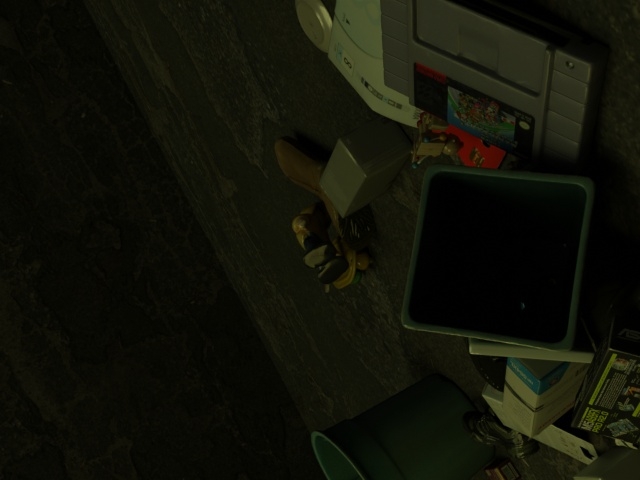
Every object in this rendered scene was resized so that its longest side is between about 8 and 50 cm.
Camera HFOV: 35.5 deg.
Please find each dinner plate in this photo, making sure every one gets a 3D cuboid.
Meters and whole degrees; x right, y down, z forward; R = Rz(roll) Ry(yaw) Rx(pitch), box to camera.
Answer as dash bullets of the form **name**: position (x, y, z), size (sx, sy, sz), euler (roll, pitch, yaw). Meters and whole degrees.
- **dinner plate**: position (-0.014, -0.435, 1.989), size (0.141, 0.017, 0.141), euler (50, 161, 24)

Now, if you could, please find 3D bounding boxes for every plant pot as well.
- **plant pot**: position (0.292, 0.040, 1.523), size (0.247, 0.247, 0.252), euler (7, 173, 22)
- **plant pot**: position (0.211, 0.513, 2.395), size (0.341, 0.334, 0.341), euler (50, 159, 27)

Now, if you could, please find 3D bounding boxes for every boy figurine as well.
- **boy figurine**: position (0.000, 0.000, 2.374), size (0.177, 0.092, 0.285), euler (49, -168, -22)

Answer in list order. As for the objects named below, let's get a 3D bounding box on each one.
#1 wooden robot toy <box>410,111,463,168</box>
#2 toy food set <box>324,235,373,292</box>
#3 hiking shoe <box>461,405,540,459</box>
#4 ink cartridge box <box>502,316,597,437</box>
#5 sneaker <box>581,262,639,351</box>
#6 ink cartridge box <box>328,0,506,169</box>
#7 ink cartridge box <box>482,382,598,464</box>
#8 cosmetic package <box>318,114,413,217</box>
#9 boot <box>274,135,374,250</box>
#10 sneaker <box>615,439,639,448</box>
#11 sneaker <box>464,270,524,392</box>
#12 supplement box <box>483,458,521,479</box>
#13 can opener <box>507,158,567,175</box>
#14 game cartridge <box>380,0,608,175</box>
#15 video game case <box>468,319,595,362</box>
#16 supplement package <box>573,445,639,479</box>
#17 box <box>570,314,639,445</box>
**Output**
- **wooden robot toy**: position (0.203, -0.176, 1.673), size (0.173, 0.079, 0.076), euler (109, 166, -66)
- **toy food set**: position (0.075, 0.053, 2.458), size (0.218, 0.071, 0.128), euler (147, 120, -68)
- **hiking shoe**: position (0.388, 0.391, 2.180), size (0.227, 0.086, 0.114), euler (11, 117, 58)
- **ink cartridge box**: position (0.403, 0.235, 1.761), size (0.086, 0.148, 0.203), euler (45, 157, 32)
- **sneaker**: position (0.452, 0.083, 1.485), size (0.130, 0.109, 0.286), euler (62, 160, 21)
- **ink cartridge box**: position (0.164, -0.279, 1.663), size (0.385, 0.091, 0.308), euler (54, 161, 18)
- **ink cartridge box**: position (0.444, 0.354, 1.943), size (0.232, 0.066, 0.189), euler (17, 160, 32)
- **cosmetic package**: position (0.088, -0.149, 2.005), size (0.107, 0.127, 0.238), euler (56, 163, 8)
- **boot**: position (0.008, -0.117, 2.337), size (0.269, 0.089, 0.236), euler (33, 147, 58)
- **sneaker**: position (0.537, 0.322, 1.744), size (0.044, 0.040, 0.109), euler (17, 141, 40)
- **sneaker**: position (0.321, 0.155, 1.784), size (0.139, 0.125, 0.340), euler (-96, -7, -59)
- **supplement box**: position (0.428, 0.549, 2.353), size (0.055, 0.043, 0.083), euler (57, 161, 4)
- **can opener**: position (0.313, -0.069, 1.635), size (0.093, 0.074, 0.280), euler (56, 162, 6)
- **game cartridge**: position (0.237, -0.246, 1.456), size (0.355, 0.068, 0.230), euler (31, 146, 28)
- **video game case**: position (0.332, 0.153, 1.603), size (0.173, 0.191, 0.022), euler (-63, -25, -75)
- **supplement package**: position (0.562, 0.471, 1.795), size (0.179, 0.105, 0.105), euler (58, 162, 4)
- **box**: position (0.500, 0.222, 1.457), size (0.216, 0.060, 0.270), euler (14, 147, 11)
